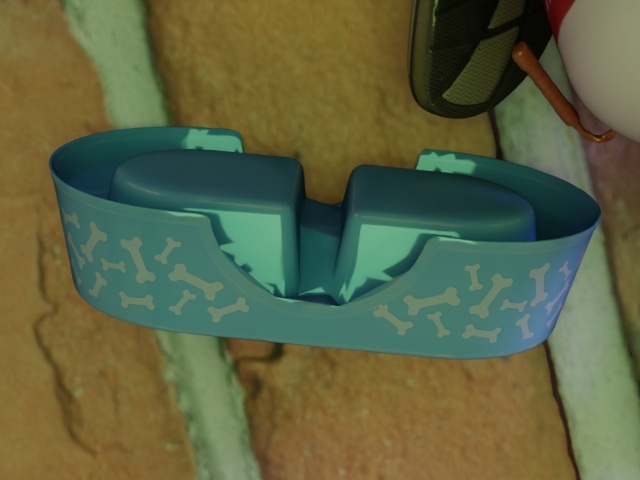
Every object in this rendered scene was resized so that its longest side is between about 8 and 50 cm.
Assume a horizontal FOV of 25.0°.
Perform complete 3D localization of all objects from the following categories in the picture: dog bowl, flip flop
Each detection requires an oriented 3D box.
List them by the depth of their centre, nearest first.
[{"bbox_3d":[0.000,0.000,0.791,0.297,0.166,0.074,5,109,1],"label":"dog bowl"},{"bbox_3d":[0.070,-0.205,0.797,0.080,0.112,0.277,-4,91,46],"label":"flip flop"}]

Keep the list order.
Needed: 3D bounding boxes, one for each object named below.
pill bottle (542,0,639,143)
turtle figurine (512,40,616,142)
[{"bbox_3d":[0.193,-0.186,0.635,0.229,0.229,0.408,-14,74,3],"label":"pill bottle"},{"bbox_3d":[0.250,-0.061,0.756,0.269,0.087,0.217,45,99,1],"label":"turtle figurine"}]
